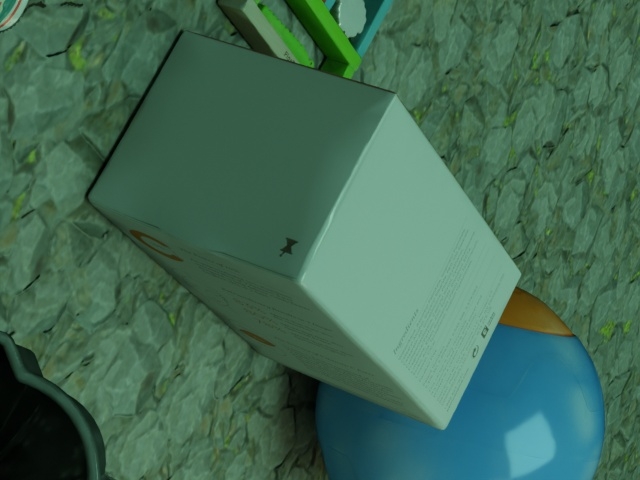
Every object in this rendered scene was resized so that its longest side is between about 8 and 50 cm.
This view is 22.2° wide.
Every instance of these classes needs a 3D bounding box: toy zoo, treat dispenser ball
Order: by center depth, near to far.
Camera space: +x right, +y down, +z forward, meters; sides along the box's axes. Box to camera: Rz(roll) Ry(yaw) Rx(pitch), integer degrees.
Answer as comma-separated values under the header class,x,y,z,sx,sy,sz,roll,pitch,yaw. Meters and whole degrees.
class,x,y,z,sx,sy,sz,roll,pitch,yaw
toy zoo,0.028,-0.276,1.449,0.293,0.030,0.192,-62,148,-13
treat dispenser ball,0.139,0.178,1.633,0.288,0.288,0.288,-34,134,-44

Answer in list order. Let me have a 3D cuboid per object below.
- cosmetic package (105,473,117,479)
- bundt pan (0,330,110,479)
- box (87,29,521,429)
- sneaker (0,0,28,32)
class,x,y,z,sx,sy,sz,roll,pitch,yaw
cosmetic package,-0.235,0.227,1.179,0.151,0.183,0.151,19,91,-60
bundt pan,-0.265,0.196,1.019,0.124,0.331,0.331,17,94,-82
box,0.000,0.000,1.388,0.168,0.215,0.345,-62,149,-13
sneaker,-0.215,-0.218,1.076,0.075,0.057,0.161,5,106,-64
